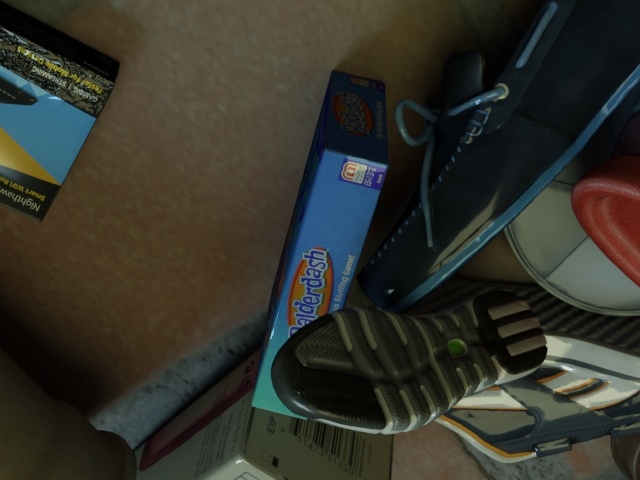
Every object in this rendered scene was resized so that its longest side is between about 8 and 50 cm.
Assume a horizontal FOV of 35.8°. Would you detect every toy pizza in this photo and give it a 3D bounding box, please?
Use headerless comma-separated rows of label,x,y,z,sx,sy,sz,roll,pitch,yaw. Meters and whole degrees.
toy pizza,0.244,-0.038,0.790,0.201,0.032,0.201,3,105,9

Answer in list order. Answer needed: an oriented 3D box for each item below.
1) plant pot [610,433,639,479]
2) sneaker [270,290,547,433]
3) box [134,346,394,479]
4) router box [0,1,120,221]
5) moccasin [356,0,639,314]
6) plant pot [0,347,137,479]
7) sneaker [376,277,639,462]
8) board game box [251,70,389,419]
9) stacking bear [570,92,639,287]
plant pot,0.367,0.221,0.888,0.166,0.165,0.167,-2,120,-3
sneaker,0.045,0.104,0.695,0.228,0.086,0.132,-4,154,-36
box,-0.068,0.220,0.845,0.148,0.127,0.232,37,125,-20
router box,-0.256,-0.110,0.720,0.178,0.046,0.133,26,114,-18
moccasin,0.136,-0.097,0.724,0.117,0.138,0.342,41,91,3
plant pot,-0.359,0.141,0.723,0.333,0.334,0.305,-28,107,11
sneaker,0.203,0.113,0.838,0.321,0.126,0.128,7,114,5
board game box,0.000,0.000,0.735,0.047,0.160,0.210,14,117,-4
stacking bear,0.318,-0.097,0.673,0.164,0.175,0.289,38,81,8
